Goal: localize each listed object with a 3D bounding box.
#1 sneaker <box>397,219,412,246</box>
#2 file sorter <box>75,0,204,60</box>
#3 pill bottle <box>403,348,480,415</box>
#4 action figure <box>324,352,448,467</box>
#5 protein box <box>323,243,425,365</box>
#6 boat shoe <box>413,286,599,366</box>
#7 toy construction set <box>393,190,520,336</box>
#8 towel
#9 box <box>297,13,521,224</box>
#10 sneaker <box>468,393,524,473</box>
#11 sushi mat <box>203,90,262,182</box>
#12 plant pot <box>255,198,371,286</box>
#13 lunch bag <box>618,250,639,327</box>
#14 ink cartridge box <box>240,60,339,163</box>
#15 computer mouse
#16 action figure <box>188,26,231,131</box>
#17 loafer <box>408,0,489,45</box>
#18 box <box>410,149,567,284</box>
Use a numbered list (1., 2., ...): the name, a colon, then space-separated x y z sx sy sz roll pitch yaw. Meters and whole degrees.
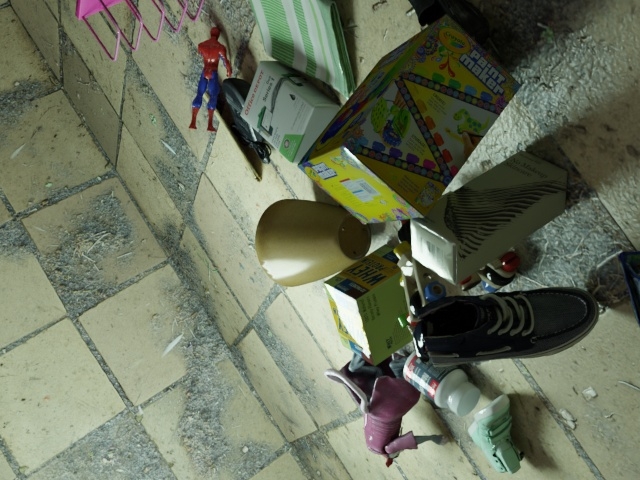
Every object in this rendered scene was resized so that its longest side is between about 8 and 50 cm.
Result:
1. sneaker: 0.205 -0.011 1.783 0.161 0.057 0.075 -91 -24 -60
2. file sorter: -0.477 -0.640 2.172 0.182 0.290 0.202 55 156 3
3. pill bottle: 0.301 0.348 1.994 0.180 0.108 0.108 35 146 43
4. action figure: 0.180 0.485 2.212 0.248 0.275 0.370 25 125 42
5. protein box: 0.144 0.153 1.960 0.136 0.201 0.200 25 138 51
6. boat shoe: 0.327 0.144 1.428 0.158 0.340 0.127 58 -163 -67
7. toy construction set: 0.230 0.010 1.572 0.237 0.257 0.309 61 177 18
8. towel: -0.052 -0.467 1.807 0.325 0.038 0.248 38 156 39
9. box: 0.141 -0.192 1.394 0.177 0.279 0.290 40 168 -12
10. sneaker: 0.428 0.455 1.881 0.151 0.094 0.256 54 166 26
11. sushi mat: -0.265 -0.310 2.394 0.317 0.019 0.151 58 -179 4
12. plant pot: 0.000 0.000 2.077 0.254 0.237 0.237 -4 114 49
13. lunch bag: 0.538 0.090 1.279 0.129 0.096 0.151 67 169 -21
14. ink cartridge box: -0.078 -0.310 1.942 0.219 0.092 0.160 43 124 31
15. computer mouse: -0.197 -0.352 2.229 0.188 0.072 0.272 46 163 31
16. action figure: -0.299 -0.443 2.240 0.139 0.091 0.281 -39 -43 -80
17. loafer: 0.194 -0.406 1.392 0.223 0.078 0.076 50 153 21
18. box: 0.288 -0.044 1.377 0.113 0.275 0.094 34 145 40
